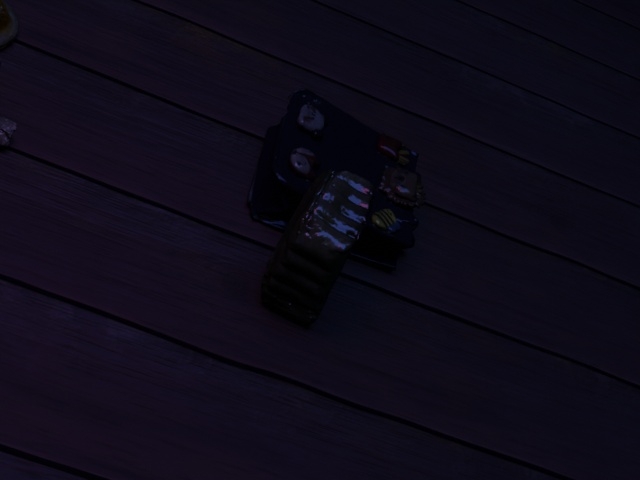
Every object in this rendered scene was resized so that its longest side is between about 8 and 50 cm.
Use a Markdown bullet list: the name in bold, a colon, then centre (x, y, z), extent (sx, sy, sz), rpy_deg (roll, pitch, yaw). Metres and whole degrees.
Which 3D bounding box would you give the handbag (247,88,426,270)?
- **handbag**: centre (0.047, -0.118, 2.134), extent (0.329, 0.122, 0.303), rpy_deg (23, 41, -11)

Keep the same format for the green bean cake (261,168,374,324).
- **green bean cake**: centre (0.000, 0.000, 1.901), extent (0.125, 0.227, 0.222), rpy_deg (30, 41, -3)

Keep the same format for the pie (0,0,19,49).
- **pie**: centre (-0.654, -0.420, 2.081), extent (0.187, 0.041, 0.187), rpy_deg (16, 44, -15)

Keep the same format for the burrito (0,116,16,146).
- **burrito**: centre (-0.602, -0.191, 1.882), extent (0.171, 0.042, 0.051), rpy_deg (9, 55, -21)
